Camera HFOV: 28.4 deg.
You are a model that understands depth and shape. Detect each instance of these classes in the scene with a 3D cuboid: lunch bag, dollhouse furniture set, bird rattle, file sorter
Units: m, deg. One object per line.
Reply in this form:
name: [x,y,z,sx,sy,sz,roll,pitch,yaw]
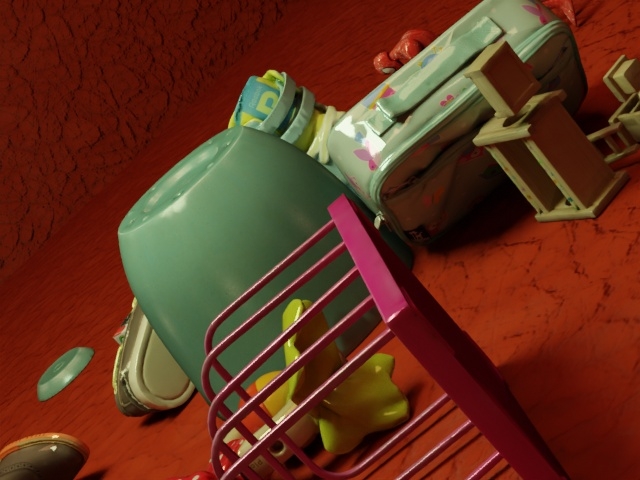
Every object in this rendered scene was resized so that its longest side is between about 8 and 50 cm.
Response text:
lunch bag: [0.145,-0.123,1.316,0.279,0.108,0.224,-41,-23,0]
dollhouse furniture set: [0.226,-0.138,1.211,0.161,0.182,0.101,-47,17,-20]
bird rattle: [-0.037,0.180,1.163,0.253,0.143,0.207,-52,3,8]
file sorter: [0.032,0.129,0.910,0.182,0.202,0.291,-41,16,5]

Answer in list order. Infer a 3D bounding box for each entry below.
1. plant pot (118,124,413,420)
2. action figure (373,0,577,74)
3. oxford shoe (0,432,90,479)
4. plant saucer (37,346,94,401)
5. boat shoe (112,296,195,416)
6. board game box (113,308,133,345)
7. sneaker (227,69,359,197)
plant pot: [-0.084,0.016,1.414,0.293,0.235,0.293,-37,16,13]
action figure: [0.216,-0.246,1.731,0.280,0.139,0.091,-12,20,14]
oxford shoe: [-0.380,0.329,1.554,0.271,0.097,0.098,-39,32,29]
plant saucer: [-0.418,0.211,2.047,0.119,0.021,0.119,-37,16,13]
boat shoe: [-0.182,0.077,1.621,0.096,0.116,0.324,-31,36,50]
board game box: [-0.148,0.045,1.812,0.305,0.053,0.193,-29,20,35]
sneaker: [0.014,-0.118,1.507,0.319,0.208,0.127,-2,55,43]
